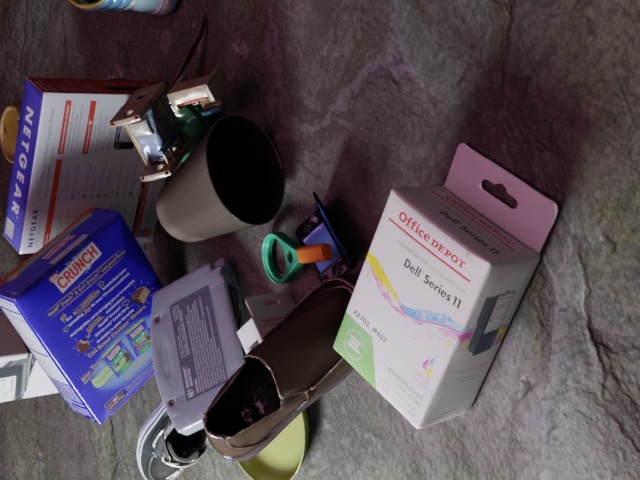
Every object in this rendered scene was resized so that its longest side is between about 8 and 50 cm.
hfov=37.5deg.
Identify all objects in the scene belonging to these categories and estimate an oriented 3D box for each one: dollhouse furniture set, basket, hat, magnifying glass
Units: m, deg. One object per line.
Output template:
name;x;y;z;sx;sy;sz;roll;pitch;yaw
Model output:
dollhouse furniture set;-0.248;-0.205;1.666;0.184;0.129;0.129;-10;123;25
basket;-0.191;-0.091;1.698;0.227;0.154;0.204;-26;71;50
hat;-0.260;-0.281;1.828;0.208;0.173;0.183;-27;33;38
magnifying glass;-0.044;0.026;1.598;0.231;0.026;0.092;-9;92;60

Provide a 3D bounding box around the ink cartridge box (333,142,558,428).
ink cartridge box;0.168;0.059;1.333;0.207;0.119;0.353;40;123;38

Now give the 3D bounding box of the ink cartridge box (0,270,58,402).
ink cartridge box;-0.770;0.223;2.194;0.285;0.395;0.166;49;126;32

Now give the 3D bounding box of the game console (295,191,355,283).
game console;0.000;0.000;1.545;0.107;0.071;0.122;-41;63;28

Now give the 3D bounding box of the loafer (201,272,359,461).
loafer;-0.047;0.202;1.481;0.134;0.130;0.366;39;88;19

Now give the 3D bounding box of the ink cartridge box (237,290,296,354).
ink cartridge box;-0.071;0.184;1.625;0.060;0.104;0.180;-46;61;42

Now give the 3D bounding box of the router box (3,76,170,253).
router box;-0.446;-0.149;1.855;0.082;0.301;0.335;37;120;39

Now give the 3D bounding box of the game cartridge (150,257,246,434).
game cartridge;-0.222;0.199;1.745;0.196;0.060;0.294;-26;59;18

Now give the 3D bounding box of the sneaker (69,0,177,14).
sneaker;-0.448;-0.528;1.882;0.319;0.208;0.127;22;112;45

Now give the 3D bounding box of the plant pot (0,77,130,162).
plant pot;-0.527;-0.222;1.974;0.237;0.254;0.237;9;102;48

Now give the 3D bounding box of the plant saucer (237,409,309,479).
plant saucer;-0.095;0.328;1.719;0.241;0.037;0.240;6;98;47

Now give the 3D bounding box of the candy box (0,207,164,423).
candy box;-0.432;0.141;1.809;0.122;0.268;0.317;8;132;44

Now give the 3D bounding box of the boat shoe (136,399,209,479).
boat shoe;-0.281;0.385;1.843;0.119;0.121;0.335;-107;34;-48
